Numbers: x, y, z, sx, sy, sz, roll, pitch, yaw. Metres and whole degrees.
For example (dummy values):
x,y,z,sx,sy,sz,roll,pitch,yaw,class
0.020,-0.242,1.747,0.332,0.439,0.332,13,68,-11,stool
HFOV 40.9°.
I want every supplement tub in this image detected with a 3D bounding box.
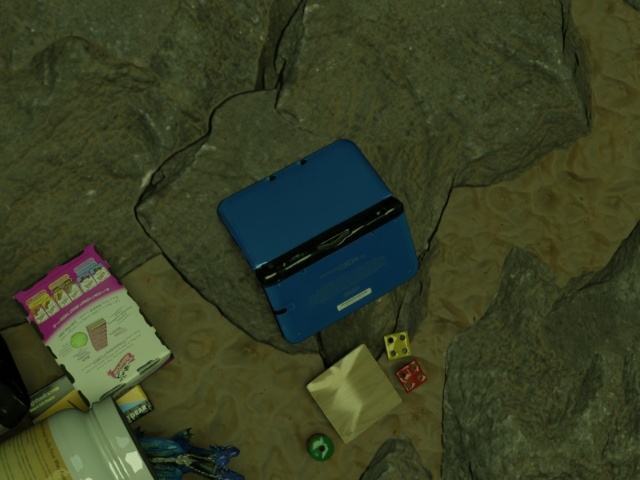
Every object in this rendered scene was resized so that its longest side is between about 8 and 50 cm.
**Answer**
x,y,z,sx,sy,sz,roll,pitch,yaw,class
-0.406,0.391,1.268,0.316,0.228,0.228,-29,95,-14,supplement tub

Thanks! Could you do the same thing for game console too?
x,y,z,sx,sy,sz,roll,pitch,yaw,class
0.000,0.000,1.578,0.293,0.173,0.250,-28,126,-13,game console

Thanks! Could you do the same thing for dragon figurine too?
x,y,z,sx,sy,sz,roll,pitch,yaw,class
-0.273,0.367,1.438,0.289,0.144,0.085,4,87,-14,dragon figurine

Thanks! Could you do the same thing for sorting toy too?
x,y,z,sx,sy,sz,roll,pitch,yaw,class
0.064,0.273,1.576,0.275,0.046,0.132,-35,97,-12,sorting toy

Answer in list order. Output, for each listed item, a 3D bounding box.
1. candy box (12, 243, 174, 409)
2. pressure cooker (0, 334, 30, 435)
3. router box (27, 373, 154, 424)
x,y,z,sx,sy,sz,roll,pitch,yaw,class
-0.374,0.146,1.424,0.159,0.071,0.233,-35,77,-12,candy box
-0.686,0.204,1.226,0.420,0.370,0.375,-31,92,-16,pressure cooker
-0.395,0.279,1.460,0.179,0.046,0.133,-32,95,-13,router box
